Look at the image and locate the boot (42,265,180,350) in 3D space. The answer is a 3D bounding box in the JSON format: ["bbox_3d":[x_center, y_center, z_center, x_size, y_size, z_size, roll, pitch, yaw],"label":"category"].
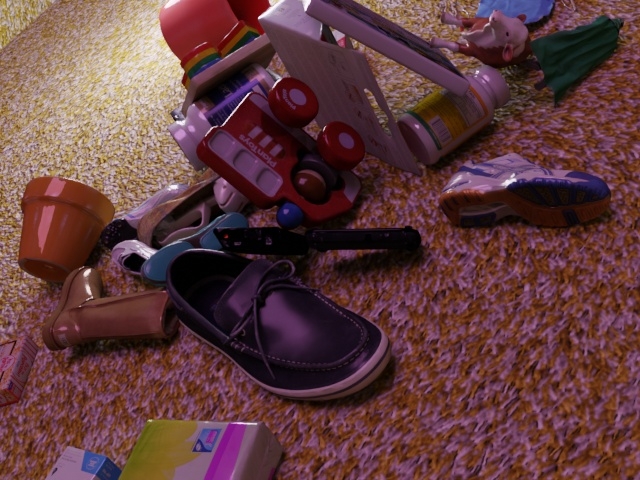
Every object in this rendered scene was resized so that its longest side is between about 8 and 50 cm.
[{"bbox_3d":[-0.397,0.125,1.708,0.269,0.089,0.236,-11,39,18],"label":"boot"}]

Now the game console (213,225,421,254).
[{"bbox_3d":[0.000,0.000,1.525,0.361,0.213,0.044,0,86,12],"label":"game console"}]

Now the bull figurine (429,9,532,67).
[{"bbox_3d":[0.333,-0.400,1.685,0.188,0.310,0.101,18,100,20],"label":"bull figurine"}]

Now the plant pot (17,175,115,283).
[{"bbox_3d":[-0.589,-0.013,1.916,0.205,0.205,0.188,-6,59,29],"label":"plant pot"}]

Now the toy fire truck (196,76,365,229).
[{"bbox_3d":[-0.068,-0.142,1.620,0.169,0.302,0.254,-38,15,46],"label":"toy fire truck"}]

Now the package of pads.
[{"bbox_3d":[-0.210,0.404,1.239,0.229,0.101,0.296,-6,43,28],"label":"package of pads"}]

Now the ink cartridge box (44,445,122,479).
[{"bbox_3d":[-0.412,0.433,1.375,0.104,0.060,0.180,2,47,35],"label":"ink cartridge box"}]

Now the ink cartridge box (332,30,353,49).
[{"bbox_3d":[0.004,-0.458,2.118,0.150,0.063,0.109,-18,39,16],"label":"ink cartridge box"}]

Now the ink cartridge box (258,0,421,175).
[{"bbox_3d":[0.060,-0.318,1.717,0.091,0.308,0.385,-41,39,-12],"label":"ink cartridge box"}]

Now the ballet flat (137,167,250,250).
[{"bbox_3d":[-0.235,-0.075,1.800,0.348,0.123,0.123,-32,37,7],"label":"ballet flat"}]

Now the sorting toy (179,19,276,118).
[{"bbox_3d":[-0.230,-0.427,2.032,0.257,0.089,0.255,-36,2,-17],"label":"sorting toy"}]

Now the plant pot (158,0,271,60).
[{"bbox_3d":[-0.298,-0.622,2.368,0.243,0.275,0.275,-21,37,25],"label":"plant pot"}]

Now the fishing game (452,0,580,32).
[{"bbox_3d":[0.438,-0.521,1.923,0.264,0.041,0.189,-14,40,8],"label":"fishing game"}]

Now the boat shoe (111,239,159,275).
[{"bbox_3d":[-0.385,0.042,1.756,0.184,0.066,0.063,19,16,39],"label":"boat shoe"}]

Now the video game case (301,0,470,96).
[{"bbox_3d":[0.111,-0.397,1.622,0.036,0.329,0.300,-59,16,20],"label":"video game case"}]

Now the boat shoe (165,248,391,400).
[{"bbox_3d":[-0.097,0.128,1.439,0.500,0.156,0.187,19,56,44],"label":"boat shoe"}]

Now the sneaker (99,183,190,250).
[{"bbox_3d":[-0.385,-0.049,1.908,0.237,0.085,0.086,-30,10,7],"label":"sneaker"}]

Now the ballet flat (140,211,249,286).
[{"bbox_3d":[-0.249,0.029,1.700,0.247,0.083,0.087,-33,-10,-25],"label":"ballet flat"}]

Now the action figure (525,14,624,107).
[{"bbox_3d":[0.508,-0.375,1.660,0.232,0.137,0.063,-32,23,-17],"label":"action figure"}]

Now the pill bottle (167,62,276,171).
[{"bbox_3d":[-0.217,-0.286,1.996,0.265,0.153,0.153,-36,37,-7],"label":"pill bottle"}]

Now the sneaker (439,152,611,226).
[{"bbox_3d":[0.347,-0.102,1.440,0.296,0.112,0.131,2,47,35],"label":"sneaker"}]

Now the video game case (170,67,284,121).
[{"bbox_3d":[-0.233,-0.358,2.186,0.275,0.035,0.248,-36,37,-8],"label":"video game case"}]

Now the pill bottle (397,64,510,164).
[{"bbox_3d":[0.264,-0.250,1.660,0.208,0.117,0.117,-36,37,-7],"label":"pill bottle"}]

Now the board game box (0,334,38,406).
[{"bbox_3d":[-0.691,0.283,1.746,0.193,0.045,0.147,-17,39,17],"label":"board game box"}]
